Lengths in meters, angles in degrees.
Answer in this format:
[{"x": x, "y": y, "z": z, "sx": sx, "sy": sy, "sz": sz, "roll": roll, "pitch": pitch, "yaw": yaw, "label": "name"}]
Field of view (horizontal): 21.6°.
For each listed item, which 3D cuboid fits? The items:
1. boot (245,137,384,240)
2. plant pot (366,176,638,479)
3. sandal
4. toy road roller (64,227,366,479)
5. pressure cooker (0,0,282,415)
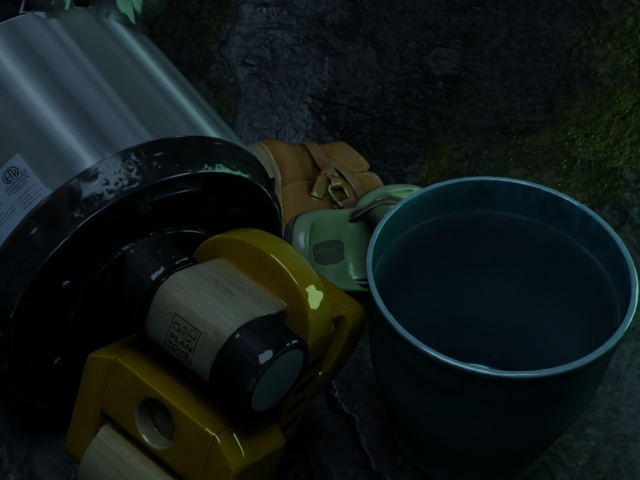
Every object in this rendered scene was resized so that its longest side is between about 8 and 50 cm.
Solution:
[{"x": 0.000, "y": 0.000, "z": 1.973, "sx": 0.220, "sy": 0.109, "sz": 0.283, "roll": -9, "pitch": 57, "yaw": -42, "label": "boot"}, {"x": 0.172, "y": 0.118, "z": 1.749, "sx": 0.272, "sy": 0.255, "sz": 0.271, "roll": 3, "pitch": 45, "yaw": -3, "label": "plant pot"}, {"x": 0.067, "y": 0.003, "z": 1.895, "sx": 0.086, "sy": 0.120, "sz": 0.303, "roll": -14, "pitch": 3, "yaw": 32, "label": "sandal"}, {"x": -0.091, "y": 0.143, "z": 1.693, "sx": 0.202, "sy": 0.329, "sz": 0.241, "roll": 35, "pitch": 32, "yaw": 25, "label": "toy road roller"}, {"x": -0.285, "y": -0.072, "z": 1.816, "sx": 0.370, "sy": 0.375, "sz": 0.420, "roll": -27, "pitch": 54, "yaw": -23, "label": "pressure cooker"}]
